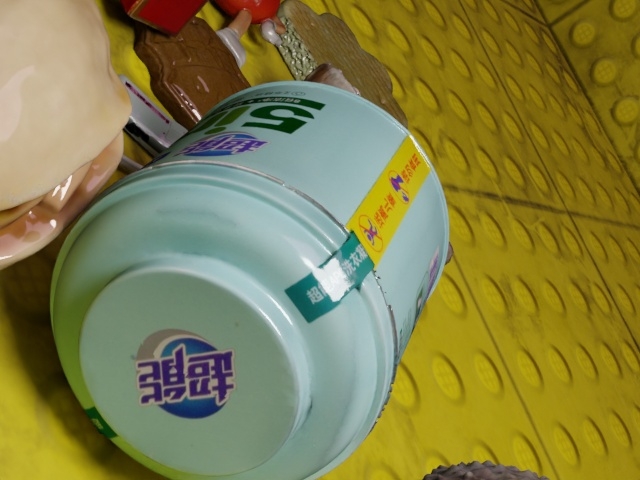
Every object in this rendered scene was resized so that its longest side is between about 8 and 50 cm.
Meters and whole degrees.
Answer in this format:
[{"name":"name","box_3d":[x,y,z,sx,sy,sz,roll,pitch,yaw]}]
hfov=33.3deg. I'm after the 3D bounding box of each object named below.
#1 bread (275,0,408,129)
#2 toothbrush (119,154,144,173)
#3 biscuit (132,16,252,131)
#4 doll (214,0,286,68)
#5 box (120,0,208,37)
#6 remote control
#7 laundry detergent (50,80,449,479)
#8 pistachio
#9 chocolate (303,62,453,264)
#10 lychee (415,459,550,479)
[{"name":"bread","box_3d":[0.039,-0.232,1.597,0.207,0.056,0.286,-13,72,-58]},{"name":"toothbrush","box_3d":[-0.177,-0.067,1.120,0.204,0.017,0.022,33,17,-39]},{"name":"biscuit","box_3d":[-0.152,-0.217,1.296,0.182,0.034,0.215,-5,65,-59]},{"name":"doll","box_3d":[-0.108,-0.340,1.447,0.183,0.085,0.217,54,34,-16]},{"name":"box","box_3d":[-0.128,-0.413,1.205,0.089,0.313,0.197,16,38,-50]},{"name":"remote control","box_3d":[-0.166,-0.113,1.171,0.166,0.029,0.065,44,31,-23]},{"name":"laundry detergent","box_3d":[-0.055,0.040,0.911,0.287,0.287,0.305,52,27,-9]},{"name":"pistachio","box_3d":[-0.265,-0.101,0.838,0.214,0.193,0.318,21,43,-3]},{"name":"chocolate","box_3d":[0.053,-0.079,1.383,0.303,0.100,0.185,56,-11,0]},{"name":"lychee","box_3d":[0.169,0.340,0.981,0.300,0.300,0.300,39,33,-31]}]
